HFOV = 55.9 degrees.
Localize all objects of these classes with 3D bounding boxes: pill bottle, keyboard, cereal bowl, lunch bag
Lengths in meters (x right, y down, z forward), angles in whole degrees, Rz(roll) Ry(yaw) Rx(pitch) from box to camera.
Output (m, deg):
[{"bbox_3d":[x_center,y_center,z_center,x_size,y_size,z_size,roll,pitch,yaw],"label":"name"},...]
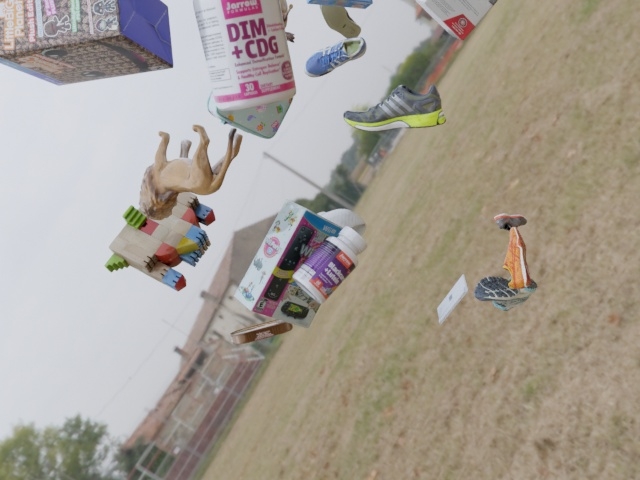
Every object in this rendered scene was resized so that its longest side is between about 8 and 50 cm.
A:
[{"bbox_3d":[-0.148,-0.399,1.132,0.160,0.160,0.283,-59,-40,-65],"label":"pill bottle"},{"bbox_3d":[0.029,0.059,1.552,0.193,0.108,0.108,-47,-2,-10],"label":"pill bottle"},{"bbox_3d":[0.486,0.221,2.233,0.256,0.014,0.072,111,165,-52],"label":"keyboard"},{"bbox_3d":[0.000,0.000,2.206,0.339,0.141,0.339,-38,-14,-11],"label":"cereal bowl"},{"bbox_3d":[-0.250,-0.484,2.089,0.108,0.279,0.224,37,102,50],"label":"lunch bag"}]

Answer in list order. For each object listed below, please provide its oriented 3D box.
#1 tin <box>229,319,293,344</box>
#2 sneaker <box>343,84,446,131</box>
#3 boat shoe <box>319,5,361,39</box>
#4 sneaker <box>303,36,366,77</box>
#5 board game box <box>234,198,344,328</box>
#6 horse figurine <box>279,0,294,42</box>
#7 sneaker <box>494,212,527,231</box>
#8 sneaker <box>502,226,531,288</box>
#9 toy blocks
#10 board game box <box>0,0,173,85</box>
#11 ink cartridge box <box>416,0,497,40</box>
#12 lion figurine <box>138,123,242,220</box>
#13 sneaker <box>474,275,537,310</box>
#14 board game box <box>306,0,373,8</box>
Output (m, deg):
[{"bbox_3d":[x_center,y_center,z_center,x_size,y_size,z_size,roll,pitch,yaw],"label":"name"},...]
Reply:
[{"bbox_3d":[-0.175,0.271,1.802,0.190,0.040,0.106,-14,5,-9],"label":"tin"},{"bbox_3d":[0.214,-0.391,1.767,0.111,0.300,0.121,-61,-34,-68],"label":"sneaker"},{"bbox_3d":[0.058,-0.796,2.145,0.084,0.079,0.233,-42,-29,17],"label":"boat shoe"},{"bbox_3d":[0.043,-0.567,1.837,0.211,0.080,0.081,-28,4,-1],"label":"sneaker"},{"bbox_3d":[-0.064,0.069,1.660,0.097,0.224,0.303,30,94,46],"label":"board game box"},{"bbox_3d":[-0.121,-0.727,1.861,0.174,0.066,0.263,167,102,-75],"label":"horse figurine"},{"bbox_3d":[0.688,-0.055,2.173,0.061,0.158,0.064,-38,56,50],"label":"sneaker"},{"bbox_3d":[0.524,0.045,1.634,0.067,0.064,0.175,-12,64,31],"label":"sneaker"},{"bbox_3d":[-0.477,-0.017,1.941,0.381,0.261,0.190,-59,-15,-22],"label":"toy blocks"},{"bbox_3d":[-0.491,-0.434,1.246,0.232,0.291,0.141,-4,-91,-78],"label":"board game box"},{"bbox_3d":[0.486,-0.843,2.007,0.273,0.197,0.114,-48,23,15],"label":"ink cartridge box"},{"bbox_3d":[-0.367,-0.180,1.656,0.392,0.142,0.240,-2,75,48],"label":"lion figurine"},{"bbox_3d":[0.642,0.200,2.113,0.110,0.283,0.122,51,132,43],"label":"sneaker"},{"bbox_3d":[0.029,-0.638,1.364,0.039,0.160,0.211,-12,86,60],"label":"board game box"}]
